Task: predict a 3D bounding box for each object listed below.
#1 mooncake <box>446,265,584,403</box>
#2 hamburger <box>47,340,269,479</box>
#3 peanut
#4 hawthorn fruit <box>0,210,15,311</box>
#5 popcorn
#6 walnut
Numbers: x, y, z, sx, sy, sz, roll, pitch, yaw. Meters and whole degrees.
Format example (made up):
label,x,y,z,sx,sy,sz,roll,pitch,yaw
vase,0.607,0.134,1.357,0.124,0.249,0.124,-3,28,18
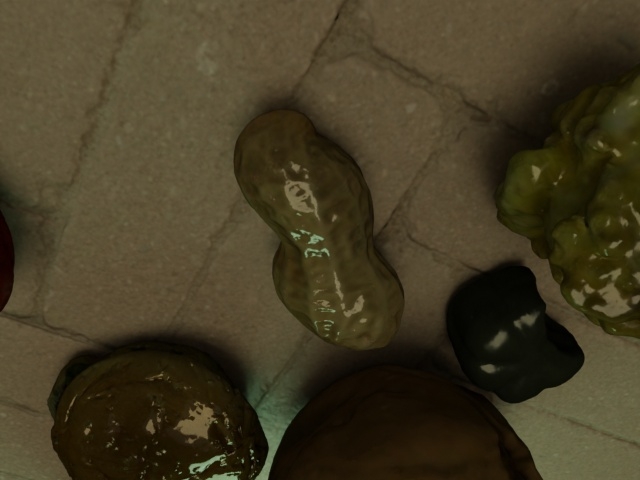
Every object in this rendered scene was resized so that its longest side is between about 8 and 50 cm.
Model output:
label,x,y,z,sx,sy,sz,roll,pitch,yaw
mooncake,0.250,0.120,0.666,0.175,0.104,0.168,15,115,-16
hamburger,-0.219,0.265,0.712,0.285,0.134,0.265,-14,124,4
peanut,0.000,0.000,0.566,0.136,0.120,0.298,-20,119,4
hawthorn fruit,-0.407,0.007,0.518,0.185,0.185,0.202,-6,108,0
popcorn,0.303,-0.041,0.486,0.293,0.237,0.292,-2,127,-3
walnut,0.100,0.347,0.675,0.384,0.383,0.383,-1,122,-2
